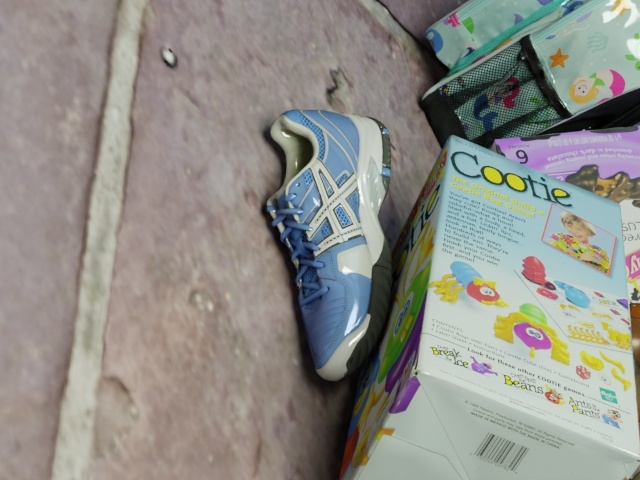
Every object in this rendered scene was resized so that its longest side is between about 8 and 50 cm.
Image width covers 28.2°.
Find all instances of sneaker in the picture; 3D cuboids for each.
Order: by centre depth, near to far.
[{"bbox_3d":[0.000,0.000,0.896,0.081,0.080,0.211,15,56,-25],"label":"sneaker"}]

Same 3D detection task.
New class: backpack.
[{"bbox_3d":[0.238,-0.173,1.181,0.225,0.253,0.191,-24,91,-58],"label":"backpack"}]

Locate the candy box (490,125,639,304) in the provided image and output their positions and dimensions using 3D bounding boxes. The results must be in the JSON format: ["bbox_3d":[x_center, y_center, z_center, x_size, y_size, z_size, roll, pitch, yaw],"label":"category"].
[{"bbox_3d":[0.243,0.003,1.085,0.164,0.070,0.196,-6,59,-12],"label":"candy box"}]

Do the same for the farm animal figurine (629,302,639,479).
[{"bbox_3d":[0.252,0.213,0.890,0.327,0.172,0.330,142,-73,-79],"label":"farm animal figurine"}]

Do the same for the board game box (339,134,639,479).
[{"bbox_3d":[0.114,0.074,0.861,0.144,0.142,0.275,22,34,-4],"label":"board game box"}]
